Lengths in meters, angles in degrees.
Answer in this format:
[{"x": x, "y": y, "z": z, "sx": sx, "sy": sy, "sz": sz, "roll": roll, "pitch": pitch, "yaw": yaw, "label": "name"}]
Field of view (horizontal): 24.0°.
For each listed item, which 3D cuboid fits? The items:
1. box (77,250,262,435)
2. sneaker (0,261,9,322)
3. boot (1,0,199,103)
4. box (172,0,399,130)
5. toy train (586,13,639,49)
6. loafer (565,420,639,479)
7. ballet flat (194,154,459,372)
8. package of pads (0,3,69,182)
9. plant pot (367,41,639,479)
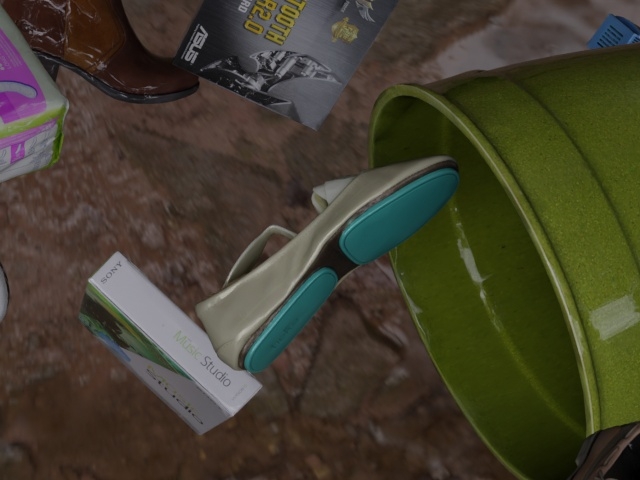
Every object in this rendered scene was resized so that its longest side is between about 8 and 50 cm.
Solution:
[{"x": -0.196, "y": 0.136, "z": 1.861, "sx": 0.232, "sy": 0.322, "sz": 0.058, "roll": 43, "pitch": 73, "yaw": 0, "label": "box"}, {"x": -0.272, "y": -0.016, "z": 0.881, "sx": 0.211, "sy": 0.081, "sz": 0.080, "roll": 42, "pitch": 88, "yaw": -7, "label": "sneaker"}, {"x": -0.239, "y": -0.311, "z": 1.757, "sx": 0.264, "sy": 0.096, "sz": 0.280, "roll": 9, "pitch": 106, "yaw": -22, "label": "boot"}, {"x": -0.032, "y": -0.244, "z": 1.606, "sx": 0.183, "sy": 0.056, "sz": 0.231, "roll": 25, "pitch": 132, "yaw": -11, "label": "box"}, {"x": 0.413, "y": -0.212, "z": 1.941, "sx": 0.184, "sy": 0.080, "sz": 0.105, "roll": 23, "pitch": 112, "yaw": -35, "label": "toy train"}, {"x": 0.143, "y": 0.123, "z": 0.726, "sx": 0.039, "sy": 0.125, "sz": 0.045, "roll": -37, "pitch": 99, "yaw": 28, "label": "loafer"}, {"x": 0.000, "y": 0.000, "z": 1.215, "sx": 0.248, "sy": 0.086, "sz": 0.086, "roll": -42, "pitch": 109, "yaw": -6, "label": "ballet flat"}, {"x": -0.396, "y": -0.125, "z": 1.325, "sx": 0.296, "sy": 0.229, "sz": 0.101, "roll": -22, "pitch": 154, "yaw": -31, "label": "package of pads"}, {"x": 0.280, "y": -0.019, "z": 1.293, "sx": 0.353, "sy": 0.366, "sz": 0.366, "roll": -22, "pitch": 108, "yaw": -15, "label": "plant pot"}]
